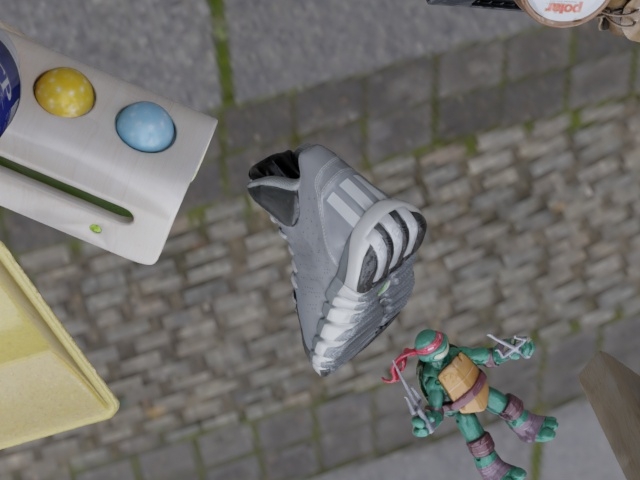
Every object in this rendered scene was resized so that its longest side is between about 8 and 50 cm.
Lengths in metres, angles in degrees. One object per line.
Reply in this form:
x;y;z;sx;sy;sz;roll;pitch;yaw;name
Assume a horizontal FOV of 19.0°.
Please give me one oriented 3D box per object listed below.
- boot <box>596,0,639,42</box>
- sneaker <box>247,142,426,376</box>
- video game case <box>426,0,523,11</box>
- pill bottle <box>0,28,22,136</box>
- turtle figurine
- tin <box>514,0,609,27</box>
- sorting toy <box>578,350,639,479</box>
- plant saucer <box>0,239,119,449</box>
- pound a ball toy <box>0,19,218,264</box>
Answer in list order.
0.331;-0.268;2.041;0.305;0.112;0.115;-4;121;-63;boot
0.000;0.000;1.365;0.086;0.132;0.228;-37;164;-26;sneaker
0.167;-0.384;2.149;0.248;0.275;0.035;-3;157;-45;video game case
-0.302;-0.119;1.545;0.112;0.186;0.112;1;110;2;pill bottle
0.172;0.171;2.198;0.175;0.118;0.234;-42;117;-7;turtle figurine
0.237;-0.293;1.813;0.106;0.040;0.189;2;116;-9;tin
0.298;0.160;1.129;0.255;0.257;0.089;34;103;-13;sorting toy
-0.373;0.091;1.599;0.333;0.081;0.333;-17;149;4;plant saucer
-0.254;-0.143;1.778;0.319;0.208;0.136;24;139;-3;pound a ball toy
